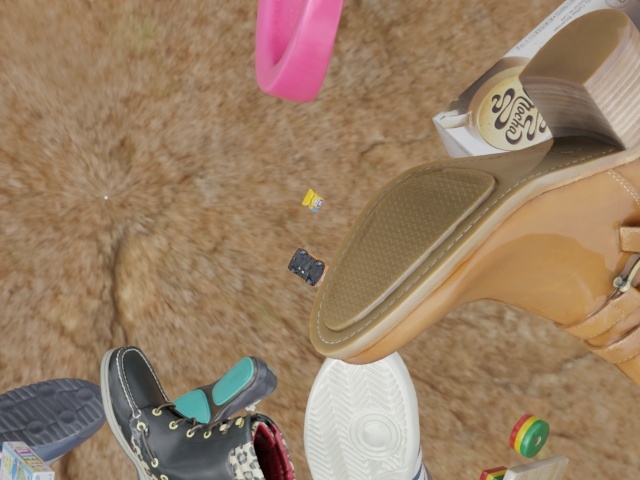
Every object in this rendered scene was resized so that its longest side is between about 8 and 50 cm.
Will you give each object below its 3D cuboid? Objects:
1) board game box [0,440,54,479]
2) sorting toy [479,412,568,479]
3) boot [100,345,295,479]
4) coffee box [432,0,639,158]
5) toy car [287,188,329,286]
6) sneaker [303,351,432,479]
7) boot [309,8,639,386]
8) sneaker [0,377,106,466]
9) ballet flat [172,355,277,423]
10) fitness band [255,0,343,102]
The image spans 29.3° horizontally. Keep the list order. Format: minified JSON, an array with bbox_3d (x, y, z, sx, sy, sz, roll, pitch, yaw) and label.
[{"bbox_3d":[-0.344,0.320,1.399,0.026,0.103,0.154,4,100,-34],"label":"board game box"},{"bbox_3d":[0.218,0.320,1.439,0.132,0.046,0.274,0,113,-51],"label":"sorting toy"},{"bbox_3d":[-0.135,0.205,1.348,0.179,0.085,0.236,-26,82,32],"label":"boot"},{"bbox_3d":[0.318,-0.182,1.590,0.297,0.119,0.168,-41,60,-2],"label":"coffee box"},{"bbox_3d":[0.000,0.000,1.568,0.040,0.060,0.122,21,83,-53],"label":"toy car"},{"bbox_3d":[0.067,0.249,1.397,0.131,0.148,0.350,4,115,17],"label":"sneaker"},{"bbox_3d":[0.145,0.022,0.772,0.283,0.109,0.220,-47,122,-14],"label":"boot"},{"bbox_3d":[-0.417,0.285,1.566,0.319,0.112,0.131,-23,140,-26],"label":"sneaker"},{"bbox_3d":[-0.137,0.228,1.701,0.203,0.074,0.074,-36,99,27],"label":"ballet flat"},{"bbox_3d":[-0.003,-0.255,1.015,0.054,0.209,0.290,13,63,-17],"label":"fitness band"}]
